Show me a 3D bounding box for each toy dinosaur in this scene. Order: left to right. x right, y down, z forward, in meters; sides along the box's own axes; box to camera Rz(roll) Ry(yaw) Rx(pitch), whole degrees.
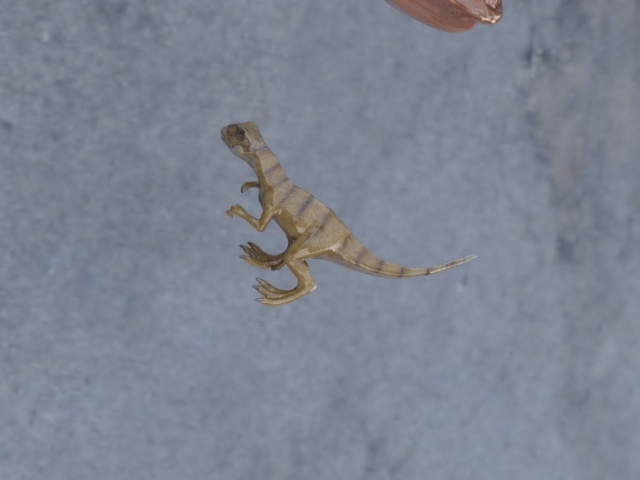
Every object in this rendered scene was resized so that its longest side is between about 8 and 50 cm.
[{"bbox_3d":[0.000,0.000,1.070,0.211,0.112,0.064,37,27,-15],"label":"toy dinosaur"}]

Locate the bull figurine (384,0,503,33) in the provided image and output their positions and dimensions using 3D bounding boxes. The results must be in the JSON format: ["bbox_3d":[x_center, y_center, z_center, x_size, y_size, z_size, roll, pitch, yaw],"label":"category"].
[{"bbox_3d":[0.007,-0.260,1.011,0.310,0.101,0.188,38,23,-26],"label":"bull figurine"}]
